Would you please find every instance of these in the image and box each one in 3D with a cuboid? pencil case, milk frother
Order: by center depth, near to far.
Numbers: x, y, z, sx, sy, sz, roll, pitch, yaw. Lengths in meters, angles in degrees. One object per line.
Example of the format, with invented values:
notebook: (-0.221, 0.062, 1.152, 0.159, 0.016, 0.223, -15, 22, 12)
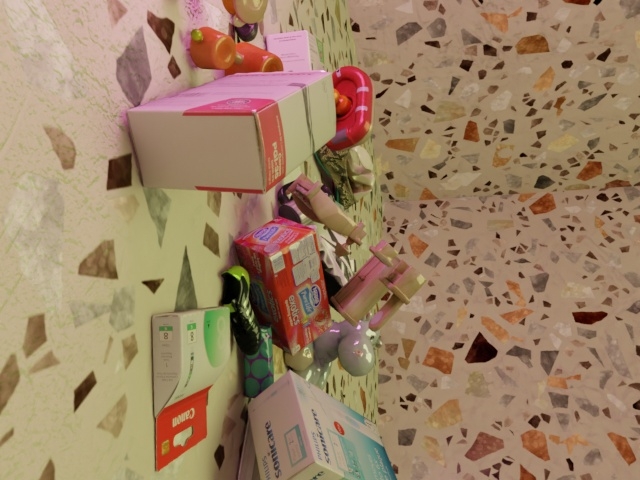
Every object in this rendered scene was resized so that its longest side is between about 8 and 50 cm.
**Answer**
pencil case: (-0.129, 0.245, 1.144, 0.070, 0.065, 0.151, 179, -91, -65)
milk frother: (-0.058, -0.081, 1.497, 0.135, 0.129, 0.143, -33, 159, -36)

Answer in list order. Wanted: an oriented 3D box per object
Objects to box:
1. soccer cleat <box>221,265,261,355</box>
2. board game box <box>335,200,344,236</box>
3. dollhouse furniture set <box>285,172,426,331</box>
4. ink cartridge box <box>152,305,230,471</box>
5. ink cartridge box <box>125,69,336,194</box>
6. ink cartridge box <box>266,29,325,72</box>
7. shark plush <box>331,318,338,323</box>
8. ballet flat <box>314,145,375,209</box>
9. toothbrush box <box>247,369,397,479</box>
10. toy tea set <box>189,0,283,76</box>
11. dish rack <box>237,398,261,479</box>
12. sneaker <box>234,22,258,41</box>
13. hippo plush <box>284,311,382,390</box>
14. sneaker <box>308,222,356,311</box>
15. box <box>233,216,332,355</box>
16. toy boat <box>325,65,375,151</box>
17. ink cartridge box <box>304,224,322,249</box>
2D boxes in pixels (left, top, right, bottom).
soccer cleat: (-0.158, 0.138, 1.074, 0.072, 0.060, 0.178, -15, 95, -68)
board game box: (0.014, -0.008, 1.821, 0.336, 0.079, 0.253, 18, 70, -77)
dollhouse furniture set: (0.000, 0.000, 1.173, 0.355, 0.174, 0.303, 43, 0, -16)
ink cartridge box: (-0.196, 0.220, 0.879, 0.181, 0.056, 0.224, 13, 73, -77)
ink cartridge box: (-0.117, -0.177, 0.858, 0.283, 0.207, 0.117, -49, 139, -56)
ink cartridge box: (-0.056, -0.404, 1.511, 0.198, 0.115, 0.272, -41, 128, -74)
shark plush: (0.005, 0.256, 1.783, 0.067, 0.073, 0.161, -54, 156, -21)
ballet flat: (0.108, -0.247, 2.065, 0.482, 0.182, 0.163, 63, 26, -62)
toothbrush box: (0.012, 0.421, 1.092, 0.295, 0.126, 0.216, 40, 15, -33)
toy tea set: (-0.185, -0.377, 1.024, 0.200, 0.124, 0.336, -46, 144, -32)
dish rack: (-0.099, 0.501, 1.215, 0.285, 0.073, 0.332, 72, 20, -52)
sneaker: (-0.171, -0.514, 1.182, 0.089, 0.051, 0.170, 51, 33, -69)
hippo plush: (0.051, 0.298, 1.542, 0.294, 0.237, 0.234, -77, 160, -50)
sneaker: (0.053, 0.069, 1.593, 0.146, 0.123, 0.330, -40, 113, -34)
box: (-0.075, 0.096, 1.187, 0.128, 0.123, 0.256, -32, 125, -33)
toy boat: (0.050, -0.359, 1.465, 0.151, 0.151, 0.230, 27, 58, -43)
ink cartridge box: (-0.067, 0.021, 1.360, 0.198, 0.116, 0.067, -74, 156, -59)
